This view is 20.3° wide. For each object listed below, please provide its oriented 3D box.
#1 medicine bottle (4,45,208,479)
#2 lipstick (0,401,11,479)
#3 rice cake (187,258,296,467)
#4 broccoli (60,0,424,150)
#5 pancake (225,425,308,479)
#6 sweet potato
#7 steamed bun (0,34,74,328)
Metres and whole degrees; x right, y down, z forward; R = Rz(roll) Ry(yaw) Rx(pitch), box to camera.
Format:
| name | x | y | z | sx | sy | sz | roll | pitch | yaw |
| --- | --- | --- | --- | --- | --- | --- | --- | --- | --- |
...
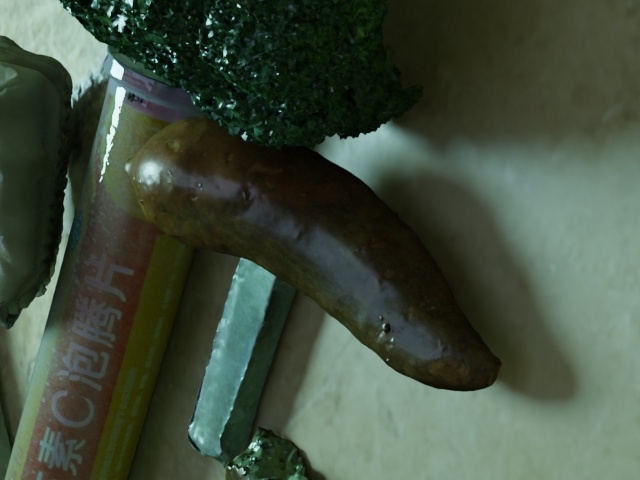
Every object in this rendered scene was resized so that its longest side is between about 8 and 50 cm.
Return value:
| name | x | y | z | sx | sy | sz | roll | pitch | yaw |
| --- | --- | --- | --- | --- | --- | --- | --- | --- | --- |
| medicine bottle | -0.153 | 0.069 | 1.312 | 0.108 | 0.108 | 0.426 | 37 | 118 | 43 |
| lipstick | -0.306 | 0.193 | 1.499 | 0.080 | 0.076 | 0.371 | -33 | 66 | 44 |
| rice cake | -0.045 | 0.058 | 1.233 | 0.043 | 0.034 | 0.210 | 33 | 113 | 35 |
| broccoli | -0.029 | -0.195 | 1.073 | 0.308 | 0.275 | 0.308 | 57 | 169 | 17 |
| pancake | 0.037 | 0.258 | 1.121 | 0.376 | 0.054 | 0.197 | 58 | 134 | 31 |
| sweet potato | 0.002 | -0.001 | 1.121 | 0.292 | 0.097 | 0.097 | 30 | 113 | 24 |
| steamed bun | -0.263 | -0.044 | 1.345 | 0.211 | 0.144 | 0.218 | 128 | 147 | -81 |
